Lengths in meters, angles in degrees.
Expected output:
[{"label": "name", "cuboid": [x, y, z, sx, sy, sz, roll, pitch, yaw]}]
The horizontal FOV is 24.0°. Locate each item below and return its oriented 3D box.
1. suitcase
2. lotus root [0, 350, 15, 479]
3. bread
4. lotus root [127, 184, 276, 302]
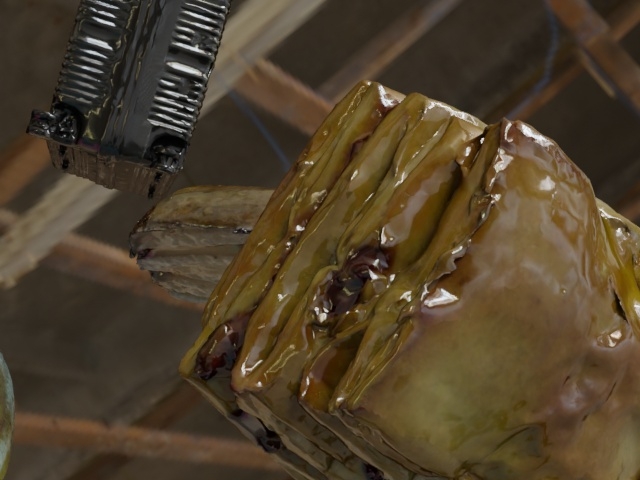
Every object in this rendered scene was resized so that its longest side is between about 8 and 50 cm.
[{"label": "suitcase", "cuboid": [-0.194, -0.175, 1.550, 0.335, 0.152, 0.230, 160, 126, -80]}, {"label": "lotus root", "cuboid": [-0.239, 0.084, 0.906, 0.088, 0.192, 0.113, -34, -47, 18]}, {"label": "bread", "cuboid": [0.108, 0.070, 0.982, 0.277, 0.324, 0.167, -59, 20, -8]}, {"label": "lotus root", "cuboid": [0.001, 0.000, 1.313, 0.329, 0.078, 0.167, 4, -24, 9]}]
